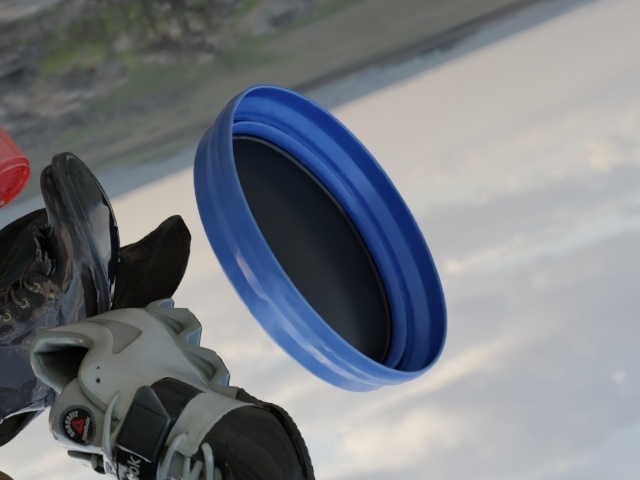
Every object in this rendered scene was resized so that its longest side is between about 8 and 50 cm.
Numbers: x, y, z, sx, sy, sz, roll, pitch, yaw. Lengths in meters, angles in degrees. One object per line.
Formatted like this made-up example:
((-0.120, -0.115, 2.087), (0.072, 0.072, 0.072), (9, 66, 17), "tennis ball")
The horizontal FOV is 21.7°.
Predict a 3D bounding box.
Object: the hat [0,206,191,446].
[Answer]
((-0.292, 0.056, 1.694), (0.331, 0.134, 0.331), (-37, -161, 15), "hat")

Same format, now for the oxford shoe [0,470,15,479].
((-0.387, 0.258, 1.682), (0.076, 0.076, 0.212), (-57, 151, 9), "oxford shoe")

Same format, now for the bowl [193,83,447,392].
((0.000, 0.000, 1.955), (0.077, 0.391, 0.391), (-33, 179, 26), "bowl")

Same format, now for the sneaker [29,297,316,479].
((-0.119, 0.153, 1.236), (0.146, 0.122, 0.330), (-4, -156, -30), "sneaker")

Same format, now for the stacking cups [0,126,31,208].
((-0.361, -0.147, 1.366), (0.096, 0.316, 0.096), (-37, 162, -14), "stacking cups")

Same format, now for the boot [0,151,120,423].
((-0.279, 0.062, 1.409), (0.229, 0.263, 0.091), (-7, -157, 5), "boot")
